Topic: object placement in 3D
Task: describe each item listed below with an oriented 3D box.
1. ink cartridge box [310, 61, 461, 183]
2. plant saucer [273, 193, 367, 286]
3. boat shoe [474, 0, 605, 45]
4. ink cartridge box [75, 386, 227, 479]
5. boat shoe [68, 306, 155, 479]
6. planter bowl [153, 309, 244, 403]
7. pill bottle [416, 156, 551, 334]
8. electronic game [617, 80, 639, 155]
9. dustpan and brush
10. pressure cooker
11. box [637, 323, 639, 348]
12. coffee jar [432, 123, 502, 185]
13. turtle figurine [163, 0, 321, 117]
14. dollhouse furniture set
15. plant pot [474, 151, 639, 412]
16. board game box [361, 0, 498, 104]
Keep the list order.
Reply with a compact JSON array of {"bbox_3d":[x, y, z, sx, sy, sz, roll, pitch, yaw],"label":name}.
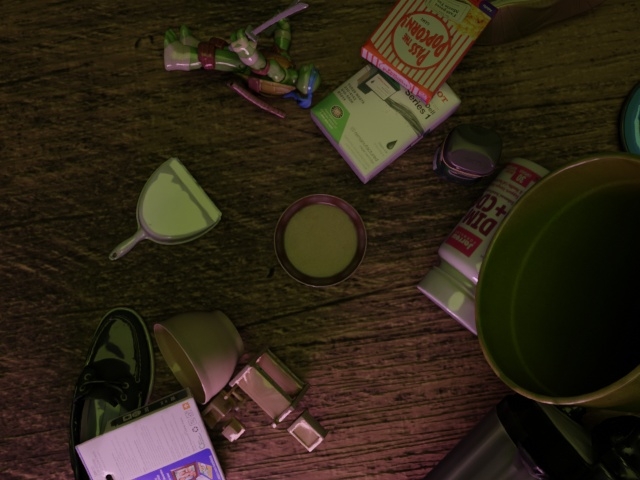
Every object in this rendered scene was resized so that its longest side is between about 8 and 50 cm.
[{"bbox_3d":[0.115,-0.233,1.386,0.219,0.092,0.160,-39,87,0],"label":"ink cartridge box"},{"bbox_3d":[0.000,0.000,1.415,0.168,0.029,0.169,0,89,1],"label":"plant saucer"},{"bbox_3d":[0.372,-0.433,1.390,0.285,0.103,0.092,-17,63,13],"label":"boat shoe"},{"bbox_3d":[-0.287,0.385,1.349,0.208,0.045,0.206,-21,110,-13],"label":"ink cartridge box"},{"bbox_3d":[-0.378,0.289,1.373,0.127,0.113,0.340,13,88,3],"label":"boat shoe"},{"bbox_3d":[-0.202,0.187,1.362,0.109,0.162,0.162,-32,87,-26],"label":"planter bowl"},{"bbox_3d":[0.305,0.012,1.338,0.160,0.160,0.283,39,89,3],"label":"pill bottle"},{"bbox_3d":[0.648,-0.200,1.393,0.229,0.048,0.229,0,88,1],"label":"electronic game"},{"bbox_3d":[-0.302,-0.032,1.418,0.211,0.060,0.147,-38,92,-7],"label":"dustpan and brush"},{"bbox_3d":[0.352,0.430,1.193,0.375,0.370,0.420,38,99,-25],"label":"pressure cooker"},{"bbox_3d":[0.616,0.142,1.377,0.231,0.056,0.183,34,88,3],"label":"box"},{"bbox_3d":[0.250,-0.145,1.334,0.096,0.184,0.079,16,89,2],"label":"coffee jar"},{"bbox_3d":[-0.125,-0.362,1.352,0.266,0.275,0.198,6,54,6],"label":"turtle figurine"},{"bbox_3d":[-0.092,0.310,1.393,0.182,0.101,0.161,44,114,2],"label":"dollhouse furniture set"},{"bbox_3d":[0.488,0.105,1.166,0.353,0.366,0.367,23,89,-30],"label":"plant pot"},{"bbox_3d":[0.184,-0.353,1.324,0.146,0.045,0.193,36,87,3],"label":"board game box"}]
